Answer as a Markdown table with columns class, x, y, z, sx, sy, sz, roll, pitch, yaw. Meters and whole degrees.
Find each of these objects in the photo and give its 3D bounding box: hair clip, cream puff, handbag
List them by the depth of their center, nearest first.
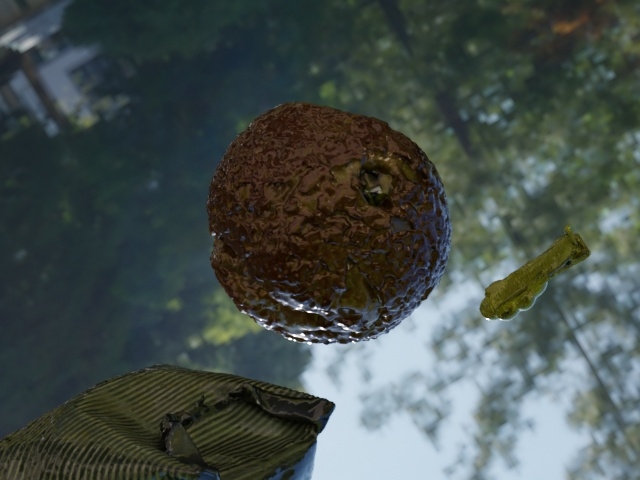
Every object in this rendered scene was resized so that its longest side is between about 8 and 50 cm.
| class | x | y | z | sx | sy | sz | roll | pitch | yaw |
| --- | --- | --- | --- | --- | --- | --- | --- | --- | --- |
| handbag | -0.129 | 0.257 | 1.566 | 0.240 | 0.247 | 0.340 | -4 | -170 | 33 |
| cream puff | 0.000 | 0.000 | 1.854 | 0.303 | 0.303 | 0.212 | -21 | -145 | 47 |
| hair clip | 0.289 | 0.049 | 2.244 | 0.173 | 0.046 | 0.072 | -42 | -144 | 16 |
